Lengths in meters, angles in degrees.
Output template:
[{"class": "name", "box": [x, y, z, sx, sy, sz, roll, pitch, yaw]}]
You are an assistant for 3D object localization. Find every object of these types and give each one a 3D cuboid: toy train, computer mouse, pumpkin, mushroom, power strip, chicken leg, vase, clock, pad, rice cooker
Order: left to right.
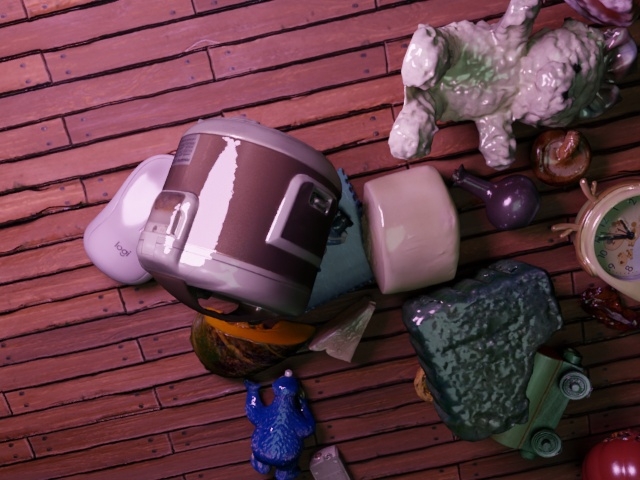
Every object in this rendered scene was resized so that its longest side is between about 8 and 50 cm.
[{"class": "computer mouse", "box": [-0.357, -0.035, 1.124, 0.297, 0.121, 0.184, -40, 101, 10]}, {"class": "rice cooker", "box": [-0.141, -0.019, 0.990, 0.335, 0.335, 0.326, 19, 80, -7]}, {"class": "pumpkin", "box": [-0.159, 0.258, 1.217, 0.278, 0.111, 0.163, 9, 110, -5]}, {"class": "pad", "box": [-0.016, 0.012, 1.201, 0.268, 0.012, 0.270, -27, 105, 6]}, {"class": "power strip", "box": [0.054, 0.619, 1.350, 0.078, 0.052, 0.272, -24, 106, 5]}, {"class": "vase", "box": [0.353, -0.096, 1.135, 0.182, 0.120, 0.120, 26, 104, 5]}, {"class": "toy train", "box": [0.488, 0.363, 1.267, 0.177, 0.116, 0.286, 20, 105, 5]}, {"class": "mushroom", "box": [0.487, -0.168, 1.126, 0.127, 0.087, 0.127, 0, 101, 0]}, {"class": "chicken leg", "box": [0.676, 0.160, 1.245, 0.205, 0.053, 0.093, 29, 88, -13]}, {"class": "clock", "box": [0.644, -0.018, 1.167, 0.307, 0.096, 0.235, 24, 105, -8]}]

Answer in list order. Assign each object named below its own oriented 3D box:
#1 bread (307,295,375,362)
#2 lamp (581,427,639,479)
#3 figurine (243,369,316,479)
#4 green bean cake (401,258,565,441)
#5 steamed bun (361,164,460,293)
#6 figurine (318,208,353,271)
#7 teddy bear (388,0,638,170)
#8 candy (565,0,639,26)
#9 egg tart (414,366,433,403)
[{"class": "bread", "box": [0.046, 0.181, 1.216, 0.105, 0.077, 0.152, 20, 103, -8]}, {"class": "lamp", "box": [0.726, 0.543, 1.274, 0.226, 0.227, 0.227, 0, 105, -1]}, {"class": "figurine", "box": [-0.093, 0.425, 1.256, 0.164, 0.121, 0.262, -3, 103, 3]}, {"class": "green bean cake", "box": [0.354, 0.222, 1.161, 0.300, 0.169, 0.308, -21, 94, -2]}, {"class": "steamed bun", "box": [0.188, -0.017, 1.121, 0.199, 0.155, 0.250, -11, 106, -4]}, {"class": "figurine", "box": [0.000, 0.000, 1.155, 0.149, 0.087, 0.086, -44, 64, 9]}, {"class": "teddy bear", "box": [0.356, -0.264, 0.967, 0.362, 0.375, 0.328, 18, 126, 17]}, {"class": "candy", "box": [0.476, -0.504, 0.967, 0.289, 0.214, 0.157, 42, 105, -10]}, {"class": "egg tart", "box": [0.275, 0.318, 1.275, 0.128, 0.049, 0.129, -2, 106, -6]}]
